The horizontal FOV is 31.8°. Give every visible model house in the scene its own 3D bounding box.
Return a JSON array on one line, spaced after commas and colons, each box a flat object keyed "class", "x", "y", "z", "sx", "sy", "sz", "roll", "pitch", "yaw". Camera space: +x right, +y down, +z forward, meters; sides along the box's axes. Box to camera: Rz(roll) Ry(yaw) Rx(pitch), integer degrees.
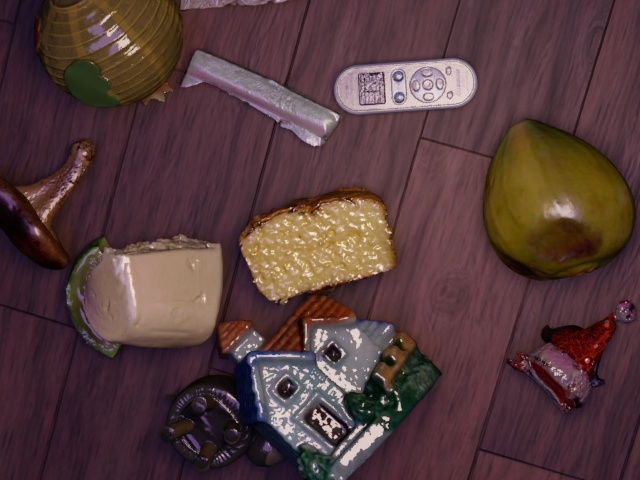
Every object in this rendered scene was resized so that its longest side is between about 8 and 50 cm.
[{"class": "model house", "x": -0.014, "y": 0.209, "z": 1.868, "sx": 0.329, "sy": 0.251, "sz": 0.295, "roll": 44, "pitch": 76, "yaw": 6}]

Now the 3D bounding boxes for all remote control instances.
[{"class": "remote control", "x": 0.145, "y": -0.263, "z": 1.922, "sx": 0.244, "sy": 0.047, "sz": 0.087, "roll": -3, "pitch": 98, "yaw": 6}]

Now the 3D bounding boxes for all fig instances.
[{"class": "fig", "x": 0.379, "y": -0.071, "z": 1.825, "sx": 0.240, "sy": 0.239, "sz": 0.271, "roll": -17, "pitch": 81, "yaw": 7}]

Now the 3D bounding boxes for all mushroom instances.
[{"class": "mushroom", "x": -0.467, "y": -0.082, "z": 1.977, "sx": 0.217, "sy": 0.148, "sz": 0.227, "roll": -39, "pitch": 95, "yaw": -8}]

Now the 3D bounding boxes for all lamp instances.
[{"class": "lamp", "x": -0.339, "y": -0.331, "z": 1.893, "sx": 0.250, "sy": 0.284, "sz": 0.250, "roll": -16, "pitch": 51, "yaw": 20}]

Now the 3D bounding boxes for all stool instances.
[{"class": "stool", "x": -0.169, "y": 0.321, "z": 1.960, "sx": 0.228, "sy": 0.139, "sz": 0.153, "roll": 1, "pitch": 96, "yaw": 9}]

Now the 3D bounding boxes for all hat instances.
[{"class": "hat", "x": 0.443, "y": 0.178, "z": 1.911, "sx": 0.227, "sy": 0.129, "sz": 0.140, "roll": -44, "pitch": 72, "yaw": -9}]

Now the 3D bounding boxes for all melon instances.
[{"class": "melon", "x": -0.397, "y": 0.110, "z": 2.007, "sx": 0.118, "sy": 0.064, "sz": 0.209, "roll": -24, "pitch": 94, "yaw": 3}]

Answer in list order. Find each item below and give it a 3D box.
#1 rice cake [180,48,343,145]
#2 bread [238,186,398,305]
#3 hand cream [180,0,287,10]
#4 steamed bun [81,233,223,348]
[{"class": "rice cake", "x": -0.105, "y": -0.247, "z": 1.949, "sx": 0.290, "sy": 0.051, "sz": 0.081, "roll": 24, "pitch": 88, "yaw": 5}, {"class": "bread", "x": 0.003, "y": -0.004, "z": 1.915, "sx": 0.261, "sy": 0.147, "sz": 0.160, "roll": -20, "pitch": 101, "yaw": 11}, {"class": "hand cream", "x": -0.120, "y": -0.439, "z": 1.938, "sx": 0.257, "sy": 0.050, "sz": 0.084, "roll": 1, "pitch": 98, "yaw": 9}, {"class": "steamed bun", "x": -0.297, "y": 0.082, "z": 1.918, "sx": 0.170, "sy": 0.226, "sz": 0.199, "roll": -3, "pitch": 82, "yaw": 47}]
